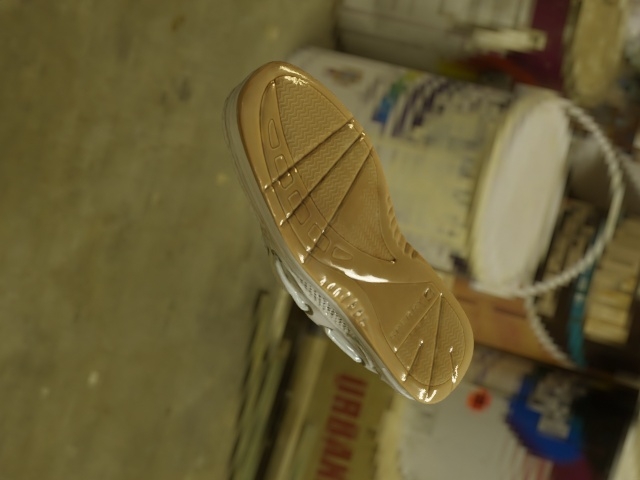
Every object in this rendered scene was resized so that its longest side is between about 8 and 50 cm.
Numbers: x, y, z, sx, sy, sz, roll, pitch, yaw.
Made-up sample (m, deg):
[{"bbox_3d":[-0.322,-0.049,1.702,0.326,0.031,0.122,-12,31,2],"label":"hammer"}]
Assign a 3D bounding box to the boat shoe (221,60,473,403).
[{"bbox_3d":[0.000,0.000,1.279,0.098,0.096,0.277,-45,120,-26],"label":"boat shoe"}]
